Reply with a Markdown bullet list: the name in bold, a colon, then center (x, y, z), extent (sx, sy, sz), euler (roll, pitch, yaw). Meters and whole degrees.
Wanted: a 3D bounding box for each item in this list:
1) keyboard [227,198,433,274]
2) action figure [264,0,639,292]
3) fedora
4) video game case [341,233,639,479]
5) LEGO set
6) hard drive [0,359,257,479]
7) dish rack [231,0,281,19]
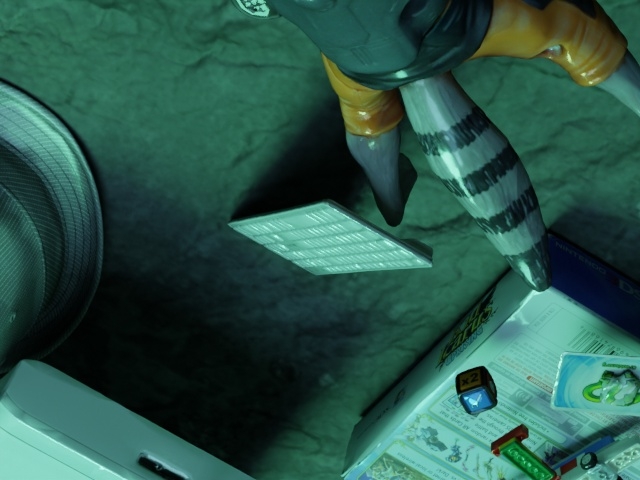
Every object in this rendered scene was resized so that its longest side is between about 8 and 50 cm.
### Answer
- **keyboard**: center (0.000, 0.000, 1.107), extent (0.072, 0.014, 0.256), euler (24, 172, -13)
- **action figure**: center (0.080, -0.129, 0.873), extent (0.341, 0.179, 0.330), euler (-7, 148, 32)
- **fedora**: center (-0.279, 0.021, 1.223), extent (0.243, 0.124, 0.275), euler (22, 132, -7)
- **video game case**: center (0.192, 0.146, 1.259), extent (0.269, 0.061, 0.244), euler (31, 128, -13)
- **LEGO set**: center (0.204, 0.131, 1.186), extent (0.244, 0.060, 0.182), euler (4, 127, -2)
- **hard drive**: center (-0.169, 0.198, 1.314), extent (0.233, 0.047, 0.353), euler (30, 153, -13)
- **dish rack**: center (0.041, -0.230, 0.969), extent (0.271, 0.074, 0.208), euler (-10, 128, 19)
